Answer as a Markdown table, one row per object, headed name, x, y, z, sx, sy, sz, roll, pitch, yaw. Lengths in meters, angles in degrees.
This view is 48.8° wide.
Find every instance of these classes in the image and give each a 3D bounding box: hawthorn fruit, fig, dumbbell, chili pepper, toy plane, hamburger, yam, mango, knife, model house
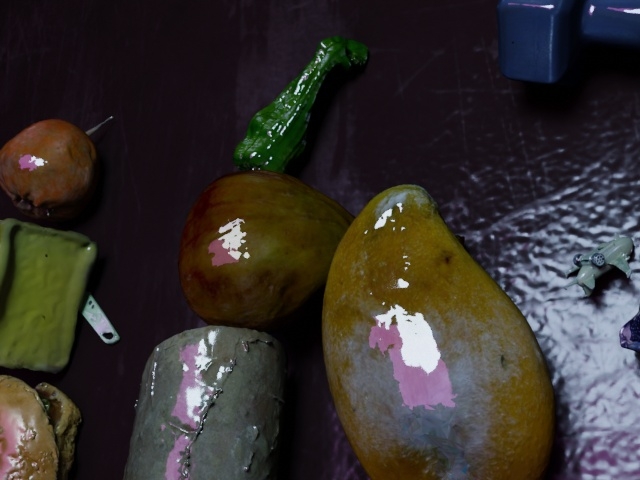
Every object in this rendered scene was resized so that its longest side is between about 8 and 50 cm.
| name | x | y | z | sx | sy | sz | roll | pitch | yaw |
| --- | --- | --- | --- | --- | --- | --- | --- | --- | --- |
| hawthorn fruit | -0.398 | -0.112 | 1.048 | 0.149 | 0.149 | 0.189 | -23 | 37 | 19 |
| fig | -0.008 | 0.032 | 0.774 | 0.290 | 0.190 | 0.191 | 17 | 76 | -5 |
| dumbbell | 0.336 | -0.205 | 0.668 | 0.324 | 0.160 | 0.144 | 15 | 108 | 33 |
| chili pepper | -0.031 | -0.162 | 0.893 | 0.100 | 0.074 | 0.257 | 17 | 73 | 51 |
| toy plane | 0.267 | 0.019 | 0.667 | 0.083 | 0.033 | 0.080 | -39 | 9 | -19 |
| hamburger | -0.380 | 0.301 | 0.864 | 0.130 | 0.124 | 0.262 | 0 | 70 | 29 |
| yam | -0.119 | 0.251 | 0.715 | 0.168 | 0.168 | 0.304 | -7 | 66 | 27 |
| mango | 0.097 | 0.103 | 0.641 | 0.192 | 0.146 | 0.316 | -19 | 79 | 8 |
| knife | -0.339 | 0.082 | 1.002 | 0.207 | 0.014 | 0.030 | 40 | 92 | 34 |
| model house | -0.459 | 0.062 | 0.968 | 0.234 | 0.174 | 0.194 | 9 | 84 | 30 |

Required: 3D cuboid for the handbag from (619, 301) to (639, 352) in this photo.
| name | x | y | z | sx | sy | sz | roll | pitch | yaw |
| --- | --- | --- | --- | --- | --- | --- | --- | --- | --- |
| handbag | 0.348 | 0.008 | 0.555 | 0.208 | 0.126 | 0.228 | -69 | 14 | -12 |
